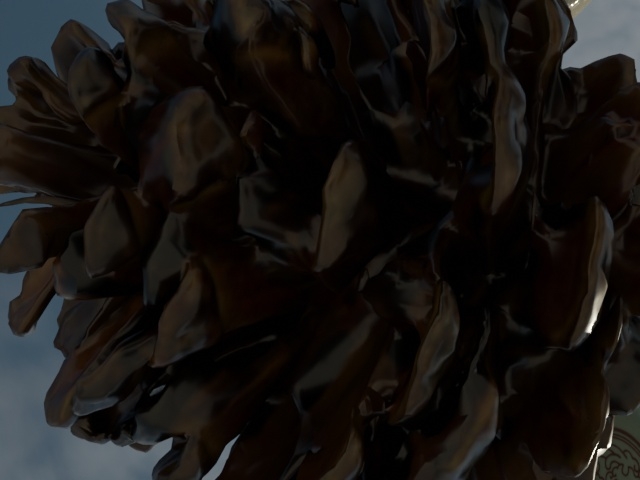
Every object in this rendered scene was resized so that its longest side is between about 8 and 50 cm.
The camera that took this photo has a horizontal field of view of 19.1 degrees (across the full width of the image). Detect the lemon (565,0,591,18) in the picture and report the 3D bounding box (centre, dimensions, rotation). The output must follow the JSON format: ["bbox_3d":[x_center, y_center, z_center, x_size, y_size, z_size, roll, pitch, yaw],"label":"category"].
[{"bbox_3d":[0.083,-0.189,1.124,0.207,0.170,0.170,-24,-83,-32],"label":"lemon"}]

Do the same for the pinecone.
[{"bbox_3d":[0.000,0.000,0.452,0.174,0.173,0.173,0,-88,-11],"label":"pinecone"}]

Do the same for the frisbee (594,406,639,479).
[{"bbox_3d":[0.103,0.103,0.703,0.110,0.014,0.110,7,-101,-42],"label":"frisbee"}]
